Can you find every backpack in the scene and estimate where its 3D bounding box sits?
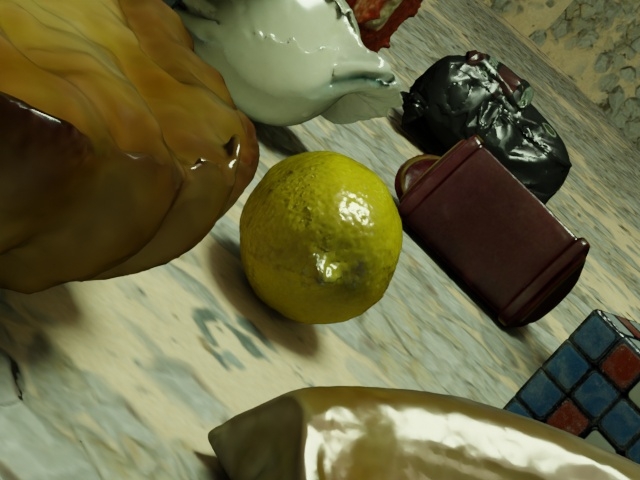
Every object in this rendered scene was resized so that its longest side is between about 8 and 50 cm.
[{"bbox_3d":[0.156,-0.103,1.479,0.165,0.106,0.120,37,10,-7],"label":"backpack"}]

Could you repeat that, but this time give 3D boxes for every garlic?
[{"bbox_3d":[0.097,0.136,0.644,0.318,0.112,0.143,24,22,-21],"label":"garlic"}]

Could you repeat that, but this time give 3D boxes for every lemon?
[{"bbox_3d":[0.000,0.000,0.793,0.082,0.082,0.111,37,18,-20],"label":"lemon"}]

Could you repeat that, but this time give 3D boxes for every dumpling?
[{"bbox_3d":[-0.034,-0.130,1.079,0.188,0.108,0.127,21,-5,-12],"label":"dumpling"}]

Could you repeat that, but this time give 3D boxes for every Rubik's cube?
[{"bbox_3d":[0.170,0.106,0.909,0.092,0.092,0.092,49,16,28],"label":"Rubik's cube"}]

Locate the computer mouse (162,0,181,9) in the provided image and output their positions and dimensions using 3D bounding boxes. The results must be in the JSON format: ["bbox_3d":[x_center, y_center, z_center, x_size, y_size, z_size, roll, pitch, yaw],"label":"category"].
[{"bbox_3d":[-0.148,-0.136,0.842,0.126,0.071,0.231,17,14,-28],"label":"computer mouse"}]

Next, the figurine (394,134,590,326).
[{"bbox_3d":[0.119,-0.009,1.175,0.154,0.082,0.098,46,1,20],"label":"figurine"}]

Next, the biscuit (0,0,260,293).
[{"bbox_3d":[-0.169,-0.094,0.578,0.326,0.107,0.326,39,11,-9],"label":"biscuit"}]

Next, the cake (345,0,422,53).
[{"bbox_3d":[0.009,-0.269,1.437,0.151,0.177,0.283,47,13,20],"label":"cake"}]
